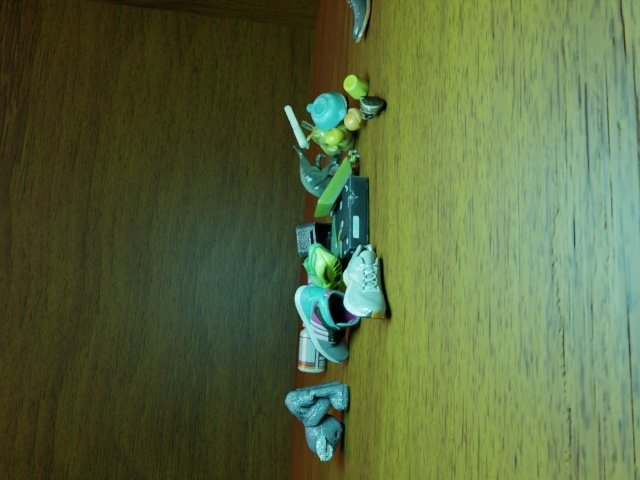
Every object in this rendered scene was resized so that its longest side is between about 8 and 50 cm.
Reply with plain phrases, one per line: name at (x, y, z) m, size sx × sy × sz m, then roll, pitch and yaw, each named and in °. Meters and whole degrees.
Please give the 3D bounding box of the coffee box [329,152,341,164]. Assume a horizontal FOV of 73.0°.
coffee box at (0.065, -0.431, 1.935) m, size 0.113 × 0.041 × 0.184 m, roll 110°, pitch 163°, yaw -66°

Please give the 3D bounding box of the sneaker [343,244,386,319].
sneaker at (0.111, 0.093, 1.081) m, size 0.262 × 0.100 × 0.120 m, roll -104°, pitch 24°, yaw -65°

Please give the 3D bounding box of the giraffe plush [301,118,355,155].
giraffe plush at (0.059, -0.387, 1.575) m, size 0.171 × 0.211 × 0.181 m, roll 32°, pitch 116°, yaw 48°

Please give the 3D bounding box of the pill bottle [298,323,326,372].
pill bottle at (-0.031, 0.454, 1.886) m, size 0.121 × 0.121 × 0.220 m, roll 141°, pitch 133°, yaw -80°

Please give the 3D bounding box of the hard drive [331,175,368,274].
hard drive at (0.091, -0.036, 1.424) m, size 0.339 × 0.064 × 0.236 m, roll 116°, pitch 157°, yaw -70°

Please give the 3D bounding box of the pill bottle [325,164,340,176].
pill bottle at (0.046, -0.248, 1.835) m, size 0.137 × 0.078 × 0.078 m, roll 102°, pitch 170°, yaw -48°

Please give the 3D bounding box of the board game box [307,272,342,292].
board game box at (0.014, 0.200, 1.658) m, size 0.147 × 0.045 × 0.193 m, roll -19°, pitch 60°, yaw 40°

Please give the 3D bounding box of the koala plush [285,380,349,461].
koala plush at (-0.002, 0.592, 1.409) m, size 0.196 × 0.204 × 0.221 m, roll 119°, pitch 142°, yaw -75°

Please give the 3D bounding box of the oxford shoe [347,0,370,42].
oxford shoe at (0.121, -0.820, 1.472) m, size 0.097 × 0.099 × 0.270 m, roll -117°, pitch 32°, yaw -77°

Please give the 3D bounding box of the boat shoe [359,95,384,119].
boat shoe at (0.143, -0.371, 1.222) m, size 0.178 × 0.064 × 0.060 m, roll -87°, pitch -2°, yaw -67°

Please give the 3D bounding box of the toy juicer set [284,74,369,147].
toy juicer set at (0.025, -0.408, 1.476) m, size 0.329 × 0.090 × 0.208 m, roll -12°, pitch 78°, yaw 37°

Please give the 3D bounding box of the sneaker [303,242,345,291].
sneaker at (0.012, 0.101, 1.418) m, size 0.123 × 0.110 × 0.295 m, roll 56°, pitch 163°, yaw 28°

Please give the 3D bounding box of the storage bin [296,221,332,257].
storage bin at (0.000, 0.000, 1.603) m, size 0.180 × 0.085 × 0.121 m, roll 4°, pitch -102°, yaw -56°

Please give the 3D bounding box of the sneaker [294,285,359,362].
sneaker at (0.055, 0.264, 1.346) m, size 0.179 × 0.124 × 0.295 m, roll -8°, pitch 117°, yaw 46°

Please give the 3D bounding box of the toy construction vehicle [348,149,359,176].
toy construction vehicle at (0.109, -0.270, 1.514) m, size 0.086 × 0.035 × 0.098 m, roll -134°, pitch 48°, yaw -80°

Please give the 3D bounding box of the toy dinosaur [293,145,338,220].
toy dinosaur at (0.005, -0.223, 1.614) m, size 0.160 × 0.313 × 0.121 m, roll -51°, pitch 28°, yaw -7°

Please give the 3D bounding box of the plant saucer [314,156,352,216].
plant saucer at (0.050, -0.168, 1.471) m, size 0.188 × 0.045 × 0.188 m, roll -59°, pitch -3°, yaw -13°

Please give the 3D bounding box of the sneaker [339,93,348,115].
sneaker at (0.055, -0.500, 1.778) m, size 0.107 × 0.110 × 0.275 m, roll 106°, pitch 167°, yaw -59°
